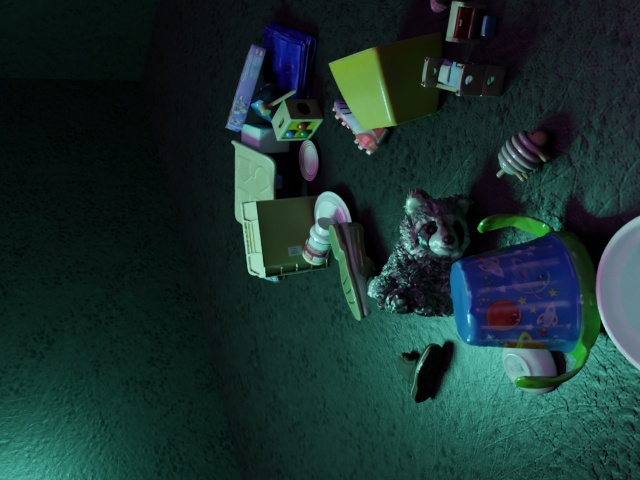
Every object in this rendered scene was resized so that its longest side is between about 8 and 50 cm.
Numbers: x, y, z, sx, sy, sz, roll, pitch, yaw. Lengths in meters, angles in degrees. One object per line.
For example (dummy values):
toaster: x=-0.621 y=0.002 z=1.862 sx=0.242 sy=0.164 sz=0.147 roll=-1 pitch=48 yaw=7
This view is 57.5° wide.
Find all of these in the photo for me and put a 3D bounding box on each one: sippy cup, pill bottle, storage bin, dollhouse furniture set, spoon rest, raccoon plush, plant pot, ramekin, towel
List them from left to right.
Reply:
towel: x=-0.123 y=-0.634 z=2.059 sx=0.308 sy=0.076 sz=0.228 roll=44 pitch=132 yaw=49
storage bin: x=-0.117 y=-0.018 z=2.000 sx=0.123 sy=0.262 sz=0.261 roll=-3 pitch=93 yaw=59
pill bottle: x=0.000 y=0.000 z=1.885 sx=0.086 sy=0.086 sz=0.152 roll=60 pitch=143 yaw=35
plant pot: x=0.179 y=-0.389 z=1.462 sx=0.212 sy=0.212 sz=0.187 roll=8 pitch=116 yaw=60
raccoon plush: x=0.215 y=0.024 z=1.494 sx=0.446 sy=0.216 sz=0.300 roll=5 pitch=93 yaw=61
dollhouse furniture set: x=0.318 y=-0.416 z=1.262 sx=0.129 sy=0.128 sz=0.184 roll=36 pitch=127 yaw=52
sippy cup: x=0.371 y=0.107 z=1.108 sx=0.306 sy=0.223 sz=0.240 roll=-91 pitch=-5 yaw=-64
spoon rest: x=0.430 y=0.206 z=1.279 sx=0.137 sy=0.084 sz=0.277 roll=-27 pitch=86 yaw=61
ramekin: x=0.586 y=0.081 z=0.892 sx=0.277 sy=0.135 sz=0.278 roll=21 pitch=115 yaw=57

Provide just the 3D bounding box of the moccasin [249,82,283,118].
moccasin: x=-0.177 y=-0.496 z=2.118 sx=0.117 sy=0.137 sz=0.342 roll=-56 pitch=14 yaw=3

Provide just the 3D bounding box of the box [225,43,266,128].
box: x=-0.277 y=-0.550 z=2.135 sx=0.201 sy=0.057 sz=0.294 roll=-150 pitch=77 yaw=-76

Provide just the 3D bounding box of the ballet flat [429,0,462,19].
ballet flat: x=0.297 y=-0.566 z=1.329 sx=0.203 sy=0.074 sz=0.074 roll=-10 pitch=88 yaw=61

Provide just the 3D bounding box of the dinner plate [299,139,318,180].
dinner plate: x=-0.038 y=-0.281 z=2.047 sx=0.141 sy=0.017 sz=0.141 roll=18 pitch=111 yaw=58

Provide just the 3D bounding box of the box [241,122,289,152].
box: x=-0.210 y=-0.391 z=2.213 sx=0.170 sy=0.130 sz=0.091 roll=32 pitch=123 yaw=55

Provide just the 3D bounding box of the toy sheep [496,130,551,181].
toy sheep: x=0.412 y=-0.174 z=1.197 sx=0.132 sy=0.091 sz=0.091 roll=-47 pitch=54 yaw=32

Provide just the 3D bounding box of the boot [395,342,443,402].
boot: x=0.259 y=0.330 z=1.604 sx=0.137 sy=0.076 sz=0.198 roll=-126 pitch=40 yaw=-49

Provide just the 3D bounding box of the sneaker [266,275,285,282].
sneaker: x=-0.171 y=0.044 z=2.307 sx=0.125 sy=0.104 sz=0.262 roll=24 pitch=123 yaw=37

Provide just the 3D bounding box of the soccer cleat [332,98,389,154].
soccer cleat: x=0.117 y=-0.352 z=1.710 sx=0.095 sy=0.083 sz=0.248 roll=-45 pitch=47 yaw=20

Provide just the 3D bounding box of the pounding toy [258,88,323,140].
pounding toy: x=-0.101 y=-0.410 z=1.935 sx=0.181 sy=0.205 sz=0.094 roll=-45 pitch=58 yaw=55

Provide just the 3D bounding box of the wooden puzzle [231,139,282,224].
wooden puzzle: x=-0.231 y=-0.184 z=2.192 sx=0.322 sy=0.080 sz=0.348 roll=32 pitch=129 yaw=52

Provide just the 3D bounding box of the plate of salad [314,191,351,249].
plate of salad: x=0.047 y=-0.064 z=1.912 sx=0.199 sy=0.048 sz=0.200 roll=26 pitch=124 yaw=47

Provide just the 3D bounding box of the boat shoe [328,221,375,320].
boat shoe: x=0.114 y=0.085 z=1.761 sx=0.113 sy=0.103 sz=0.303 roll=132 pitch=125 yaw=-72
